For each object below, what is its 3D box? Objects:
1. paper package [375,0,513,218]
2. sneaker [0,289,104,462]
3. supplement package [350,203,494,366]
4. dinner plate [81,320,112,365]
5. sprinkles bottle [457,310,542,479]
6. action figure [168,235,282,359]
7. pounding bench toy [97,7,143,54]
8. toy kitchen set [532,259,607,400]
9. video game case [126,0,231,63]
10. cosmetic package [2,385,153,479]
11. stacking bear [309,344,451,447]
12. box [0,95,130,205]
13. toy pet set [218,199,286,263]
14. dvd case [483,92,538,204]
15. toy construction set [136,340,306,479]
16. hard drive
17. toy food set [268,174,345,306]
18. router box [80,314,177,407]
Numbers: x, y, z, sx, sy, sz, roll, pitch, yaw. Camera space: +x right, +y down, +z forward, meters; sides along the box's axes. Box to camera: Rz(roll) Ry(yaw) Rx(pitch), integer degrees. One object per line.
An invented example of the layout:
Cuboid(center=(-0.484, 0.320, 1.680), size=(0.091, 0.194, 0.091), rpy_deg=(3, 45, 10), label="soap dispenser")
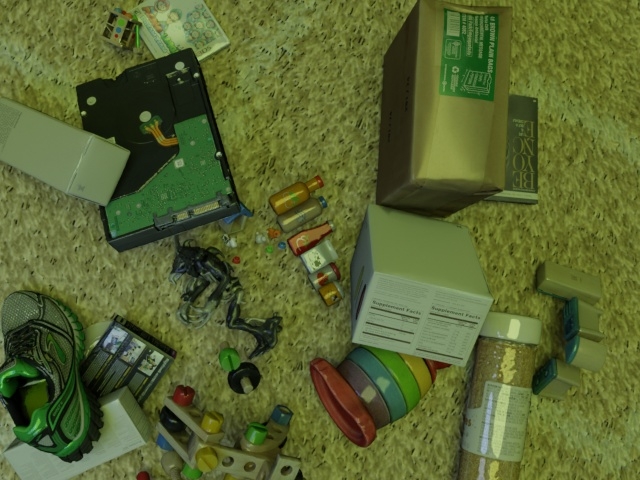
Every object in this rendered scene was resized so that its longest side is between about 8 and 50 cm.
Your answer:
Cuboid(center=(0.215, -0.224, 1.314), size=(0.168, 0.309, 0.324), rpy_deg=(5, 84, -7), label="paper package")
Cuboid(center=(-0.480, 0.206, 1.239), size=(0.134, 0.146, 0.343), rpy_deg=(-38, 53, 1), label="sneaker")
Cuboid(center=(0.166, 0.071, 1.294), size=(0.204, 0.262, 0.145), rpy_deg=(13, 117, -5), label="supplement package")
Cuboid(center=(-0.396, 0.221, 1.363), size=(0.141, 0.017, 0.141), rpy_deg=(0, 86, -5), label="dinner plate")
Cuboid(center=(0.337, 0.315, 1.380), size=(0.121, 0.121, 0.355), rpy_deg=(10, 85, -5), label="sprinkles bottle")
Cuboid(center=(-0.196, 0.105, 1.324), size=(0.275, 0.164, 0.141), rpy_deg=(45, 77, -7), label="action figure")
Cuboid(center=(-0.365, -0.397, 1.380), size=(0.083, 0.052, 0.065), rpy_deg=(26, 101, 6), label="pounding bench toy")
Cuboid(center=(0.461, 0.179, 1.435), size=(0.122, 0.166, 0.207), rpy_deg=(19, 47, -5), label="toy kitchen set")
Cuboid(center=(-0.277, -0.415, 1.422), size=(0.143, 0.019, 0.157), rpy_deg=(-33, 89, -8), label="video game case")
Cuboid(center=(-0.427, 0.355, 1.289), size=(0.239, 0.060, 0.099), rpy_deg=(-25, 102, 8), label="cosmetic package")
Cuboid(center=(0.145, 0.235, 1.351), size=(0.289, 0.164, 0.175), rpy_deg=(-31, 65, -18), label="stacking bear")
Cuboid(center=(-0.469, -0.159, 1.271), size=(0.275, 0.094, 0.113), rpy_deg=(25, 91, 32), label="box")
Cuboid(center=(-0.135, -0.029, 1.365), size=(0.122, 0.065, 0.114), rpy_deg=(-20, 55, -38), label="toy pet set")
Cuboid(center=(0.365, -0.186, 1.451), size=(0.165, 0.018, 0.221), rpy_deg=(3, 85, -23), label="dvd case")
Cuboid(center=(-0.169, 0.392, 1.235), size=(0.309, 0.237, 0.257), rpy_deg=(-42, 122, 1), label="toy construction set")
Cuboid(center=(-0.297, -0.168, 1.315), size=(0.237, 0.064, 0.339), rpy_deg=(-19, 67, 0), label="hard drive")
Cuboid(center=(0.000, 0.000, 1.373), size=(0.104, 0.111, 0.232), rpy_deg=(-30, 90, -8), label="toy food set")
Cuboid(center=(-0.368, 0.246, 1.327), size=(0.133, 0.046, 0.179), rpy_deg=(35, 93, -9), label="router box")
